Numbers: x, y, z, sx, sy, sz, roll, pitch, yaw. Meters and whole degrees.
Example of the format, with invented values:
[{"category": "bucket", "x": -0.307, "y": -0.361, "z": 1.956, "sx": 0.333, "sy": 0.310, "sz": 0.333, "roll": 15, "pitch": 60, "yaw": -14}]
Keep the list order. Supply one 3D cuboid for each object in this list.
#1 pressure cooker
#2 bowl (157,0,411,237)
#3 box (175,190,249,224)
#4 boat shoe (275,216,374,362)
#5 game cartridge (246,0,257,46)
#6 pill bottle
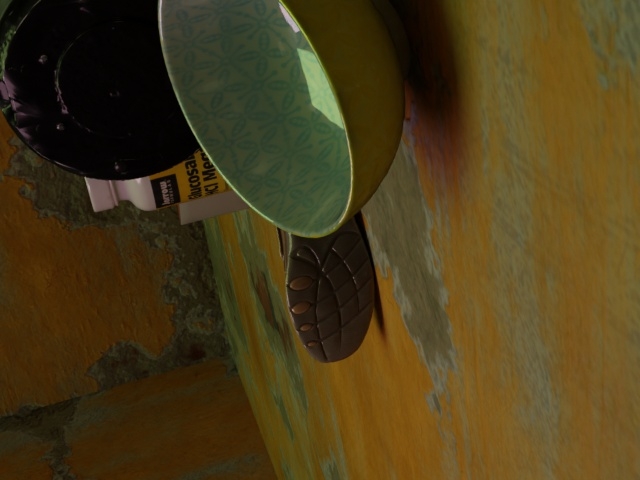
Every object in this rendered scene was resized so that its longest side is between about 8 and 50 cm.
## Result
[{"category": "pressure cooker", "x": -0.326, "y": -0.341, "z": 1.800, "sx": 0.420, "sy": 0.370, "sz": 0.375, "roll": -116, "pitch": 5, "yaw": -52}, {"category": "bowl", "x": -0.009, "y": -0.164, "z": 1.107, "sx": 0.289, "sy": 0.156, "sz": 0.289, "roll": 39, "pitch": 146, "yaw": 33}, {"category": "box", "x": -0.273, "y": -0.244, "z": 2.548, "sx": 0.215, "sy": 0.168, "sz": 0.345, "roll": 100, "pitch": 153, "yaw": -68}, {"category": "boat shoe", "x": 0.000, "y": 0.000, "z": 1.562, "sx": 0.116, "sy": 0.123, "sz": 0.324, "roll": -117, "pitch": 20, "yaw": -78}, {"category": "game cartridge", "x": -0.053, "y": -0.280, "z": 1.264, "sx": 0.198, "sy": 0.062, "sz": 0.297, "roll": -55, "pitch": -30, "yaw": -40}, {"category": "pill bottle", "x": -0.244, "y": -0.158, "z": 2.013, "sx": 0.188, "sy": 0.334, "sz": 0.188, "roll": 164, "pitch": 90, "yaw": -81}]
